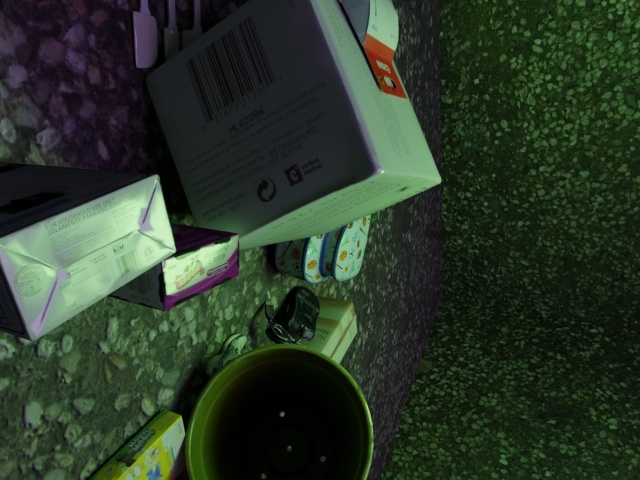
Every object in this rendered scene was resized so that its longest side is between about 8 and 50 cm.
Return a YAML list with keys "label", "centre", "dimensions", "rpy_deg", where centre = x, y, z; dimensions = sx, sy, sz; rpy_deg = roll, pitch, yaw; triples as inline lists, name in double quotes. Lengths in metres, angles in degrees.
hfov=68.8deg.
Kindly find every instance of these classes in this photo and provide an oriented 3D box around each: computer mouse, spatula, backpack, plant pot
- label: "computer mouse"
  centre: [-0.085, 0.208, 1.275]
  dimensions: [0.184, 0.060, 0.261]
  rpy_deg: [37, 28, -23]
- label: "spatula"
  centre: [-0.254, -0.410, 0.796]
  dimensions: [0.168, 0.019, 0.241]
  rpy_deg: [-18, 113, -57]
- label: "backpack"
  centre: [0.000, 0.000, 1.258]
  dimensions: [0.264, 0.213, 0.276]
  rpy_deg: [-10, 110, -53]
- label: "plant pot"
  centre: [-0.082, 0.464, 1.070]
  dimensions: [0.352, 0.367, 0.366]
  rpy_deg: [92, 18, -62]

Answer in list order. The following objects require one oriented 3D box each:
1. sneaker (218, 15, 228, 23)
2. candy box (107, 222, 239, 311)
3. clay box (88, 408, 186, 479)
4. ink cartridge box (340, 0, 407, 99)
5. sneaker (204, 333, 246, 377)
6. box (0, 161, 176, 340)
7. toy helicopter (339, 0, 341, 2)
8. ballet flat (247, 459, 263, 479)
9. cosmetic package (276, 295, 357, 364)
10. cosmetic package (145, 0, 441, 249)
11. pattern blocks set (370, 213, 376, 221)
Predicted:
- label: "sneaker"
  centre: [-0.095, -0.392, 1.010]
  dimensions: [0.331, 0.123, 0.146]
  rpy_deg: [-17, 111, -62]
- label: "candy box"
  centre: [-0.256, 0.021, 0.667]
  dimensions: [0.159, 0.234, 0.071]
  rpy_deg: [-27, 122, -61]
- label: "clay box"
  centre: [-0.334, 0.431, 0.845]
  dimensions: [0.222, 0.053, 0.127]
  rpy_deg: [-39, 133, -54]
- label: "ink cartridge box"
  centre: [0.104, -0.367, 0.808]
  dimensions: [0.232, 0.066, 0.189]
  rpy_deg: [61, 26, 0]
- label: "sneaker"
  centre: [-0.201, 0.268, 1.070]
  dimensions: [0.135, 0.058, 0.052]
  rpy_deg: [-51, 142, -48]
- label: "box"
  centre: [-0.316, -0.010, 0.466]
  dimensions: [0.169, 0.290, 0.087]
  rpy_deg: [-41, 133, -52]
- label: "toy helicopter"
  centre: [-0.043, -0.540, 0.955]
  dimensions: [0.356, 0.235, 0.140]
  rpy_deg: [16, 63, -28]
- label: "ballet flat"
  centre: [-0.193, 0.684, 1.211]
  dimensions: [0.077, 0.077, 0.230]
  rpy_deg: [80, 24, -68]
- label: "cosmetic package"
  centre: [-0.019, 0.304, 1.361]
  dimensions: [0.296, 0.153, 0.129]
  rpy_deg: [-52, 141, -48]
- label: "cosmetic package"
  centre: [-0.022, -0.195, 0.864]
  dimensions: [0.394, 0.330, 0.327]
  rpy_deg: [-11, 79, -63]
- label: "pattern blocks set"
  centre: [0.067, -0.200, 1.331]
  dimensions: [0.324, 0.026, 0.285]
  rpy_deg: [61, -1, -14]
